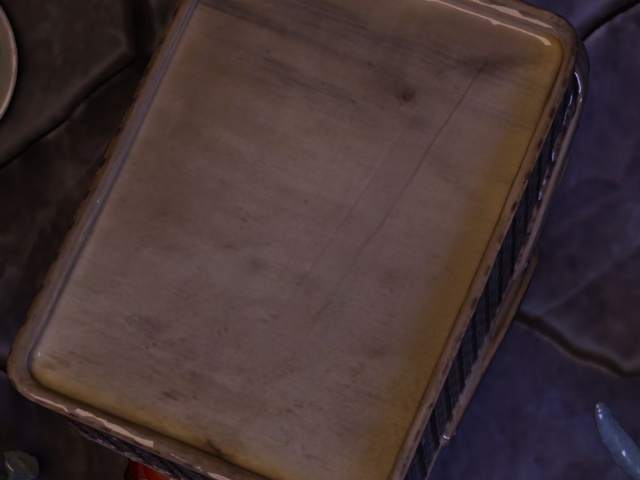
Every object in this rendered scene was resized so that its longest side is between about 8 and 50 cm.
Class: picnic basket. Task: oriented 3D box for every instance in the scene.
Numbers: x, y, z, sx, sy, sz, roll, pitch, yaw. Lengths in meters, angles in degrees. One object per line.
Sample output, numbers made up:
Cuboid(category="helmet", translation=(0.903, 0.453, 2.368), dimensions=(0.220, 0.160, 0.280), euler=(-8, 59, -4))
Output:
Cuboid(category="picnic basket", translation=(0.000, 0.000, 0.946), dimensions=(0.228, 0.175, 0.313), euler=(21, 78, 11))

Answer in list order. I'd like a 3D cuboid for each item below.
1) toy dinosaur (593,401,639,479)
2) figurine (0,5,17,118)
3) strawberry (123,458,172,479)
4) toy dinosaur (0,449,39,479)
Cuboid(category="toy dinosaur", translation=(0.290, 0.192, 0.925), dimensions=(0.393, 0.092, 0.205), euler=(40, 102, -11))
Cuboid(category="figurine", translation=(-0.273, -0.118, 1.038), dimensions=(0.132, 0.153, 0.132), euler=(0, 92, 12))
Cuboid(category="strawberry", translation=(-0.055, 0.223, 1.031), dimensions=(0.174, 0.098, 0.228), euler=(-43, 79, 10))
Cuboid(category="toy dinosaur", translation=(-0.266, 0.160, 1.090), dimensions=(0.363, 0.076, 0.147), euler=(45, 120, 9))
